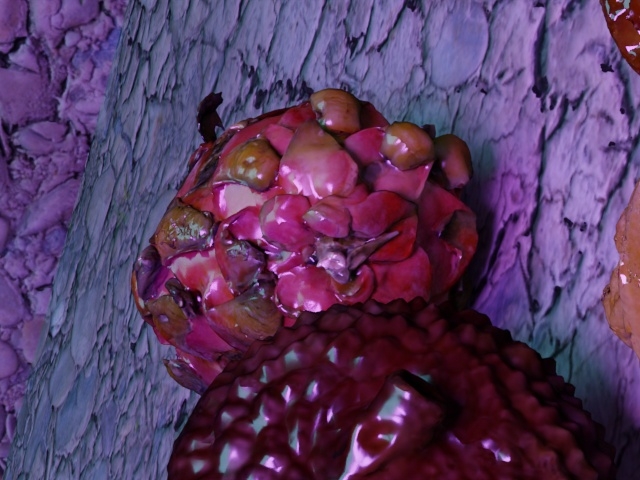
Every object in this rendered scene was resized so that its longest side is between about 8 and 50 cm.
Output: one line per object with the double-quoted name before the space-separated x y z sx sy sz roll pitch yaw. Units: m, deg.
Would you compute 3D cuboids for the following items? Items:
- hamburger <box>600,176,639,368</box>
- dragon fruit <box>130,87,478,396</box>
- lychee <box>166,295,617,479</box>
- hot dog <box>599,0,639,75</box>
"hamburger" 0.230 -0.013 0.970 0.124 0.131 0.262 -113 36 -56
"dragon fruit" 0.000 0.000 1.388 0.291 0.250 0.269 -54 12 56
"lychee" 0.044 0.192 1.117 0.330 0.306 0.306 85 180 -51
"hot dog" 0.239 -0.192 1.094 0.160 0.099 0.227 -160 80 -69
